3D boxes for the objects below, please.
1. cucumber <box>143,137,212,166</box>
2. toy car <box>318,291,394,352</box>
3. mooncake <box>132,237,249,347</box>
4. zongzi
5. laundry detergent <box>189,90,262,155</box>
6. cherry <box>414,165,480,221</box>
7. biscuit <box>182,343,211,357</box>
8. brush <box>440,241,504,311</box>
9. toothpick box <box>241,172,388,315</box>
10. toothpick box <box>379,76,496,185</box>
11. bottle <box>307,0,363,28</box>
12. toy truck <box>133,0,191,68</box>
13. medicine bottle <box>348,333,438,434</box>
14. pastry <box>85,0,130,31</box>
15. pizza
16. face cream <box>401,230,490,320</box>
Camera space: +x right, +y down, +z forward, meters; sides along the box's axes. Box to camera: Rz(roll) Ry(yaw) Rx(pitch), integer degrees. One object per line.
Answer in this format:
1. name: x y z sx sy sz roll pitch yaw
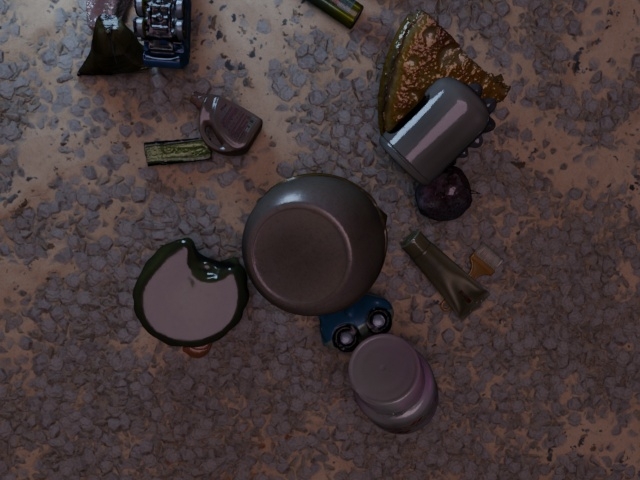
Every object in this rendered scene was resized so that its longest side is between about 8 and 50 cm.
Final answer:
1. cucumber: -0.459 -0.291 1.531 0.212 0.062 0.077 -8 109 -10
2. toy car: 0.107 0.248 1.535 0.255 0.188 0.190 -25 79 -4
3. mooncake: -0.405 0.170 1.498 0.352 0.187 0.351 0 90 -10
4. zongzi: -0.667 -0.578 1.414 0.242 0.221 0.112 -10 80 0
5. laundry detergent: -0.322 -0.371 1.502 0.237 0.076 0.171 28 75 -5
6. cherry: 0.397 -0.147 1.517 0.195 0.195 0.195 0 94 -3
7. biscuit: -0.413 0.335 1.595 0.102 0.019 0.130 17 93 -5
8. brush: 0.512 0.139 1.630 0.103 0.013 0.272 40 92 -5
9. toothpick box: 0.000 0.000 1.389 0.409 0.425 0.408 3 101 13
10. toothpick box: 0.358 -0.328 1.387 0.229 0.229 0.316 44 107 -5
11. bottle: -0.002 -0.787 1.496 0.286 0.082 0.082 32 92 -5
12. toy truck: -0.472 -0.710 1.433 0.146 0.175 0.367 4 95 -5
13. medicine bottle: 0.225 0.442 1.453 0.256 0.324 0.256 -9 56 13
14. pastry: -0.649 -0.765 1.457 0.103 0.112 0.264 18 100 4
15. pizza: 0.390 -0.477 1.505 0.407 0.130 0.439 7 114 -6
16. face cream: 0.416 0.111 1.591 0.137 0.084 0.341 -45 98 1
